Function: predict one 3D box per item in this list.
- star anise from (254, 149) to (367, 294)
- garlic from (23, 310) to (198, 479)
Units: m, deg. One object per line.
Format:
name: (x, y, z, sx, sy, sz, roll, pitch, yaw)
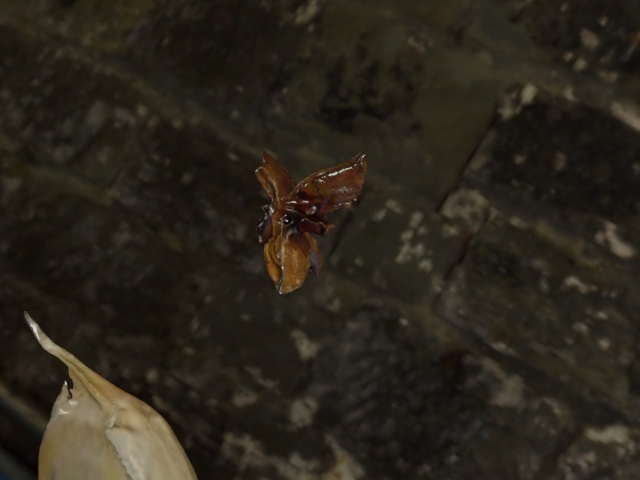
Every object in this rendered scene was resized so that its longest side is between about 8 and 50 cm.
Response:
star anise: (-0.004, -0.005, 1.233, 0.140, 0.158, 0.144, 14, 164, 49)
garlic: (-0.173, 0.242, 0.951, 0.196, 0.338, 0.151, 12, -177, 2)
